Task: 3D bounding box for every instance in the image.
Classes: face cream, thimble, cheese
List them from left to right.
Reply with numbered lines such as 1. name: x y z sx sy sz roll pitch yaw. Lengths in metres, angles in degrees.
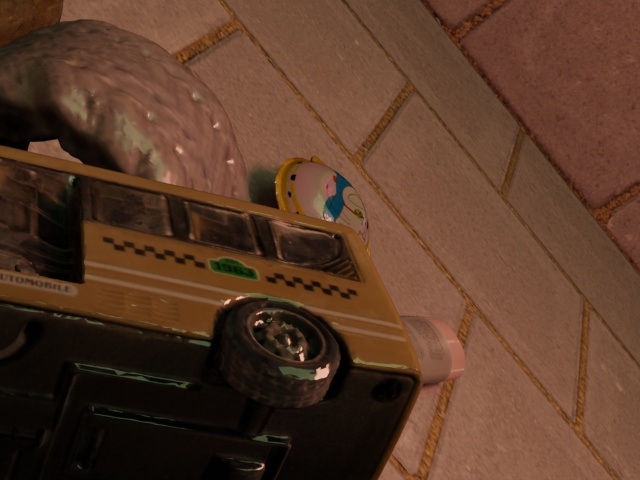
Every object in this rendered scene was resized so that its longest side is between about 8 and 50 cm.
1. thimble: -0.169 -0.021 0.856 0.245 0.217 0.157 67 23 -15
2. cheese: 0.000 0.000 1.341 0.156 0.064 0.250 40 38 -26
3. face cream: 0.096 0.121 1.361 0.198 0.057 0.084 10 48 -62

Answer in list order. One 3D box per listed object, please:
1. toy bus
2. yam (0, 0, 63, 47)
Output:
1. toy bus: -0.147 0.056 0.665 0.366 0.176 0.202 13 32 -20
2. yam: -0.298 -0.184 0.992 0.093 0.093 0.259 53 22 0
